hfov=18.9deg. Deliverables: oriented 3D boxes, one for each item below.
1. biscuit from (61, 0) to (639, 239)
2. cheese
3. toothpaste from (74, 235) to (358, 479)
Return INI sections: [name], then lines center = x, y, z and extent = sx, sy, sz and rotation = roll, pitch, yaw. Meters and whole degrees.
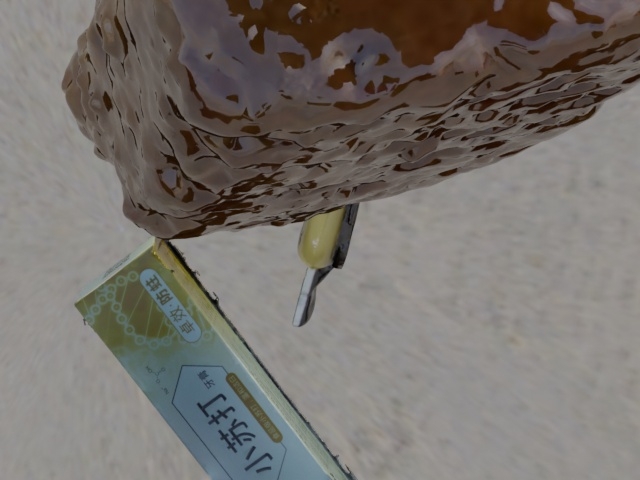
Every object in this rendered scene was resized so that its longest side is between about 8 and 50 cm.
[biscuit]
center = 0.030, -0.122, 1.197
extent = 0.343, 0.395, 0.166
rotation = -17, 85, -14
[cheese]
center = 0.001, 0.000, 1.479
extent = 0.036, 0.086, 0.162
rotation = 11, 128, -4
[toothpaste]
center = -0.069, 0.142, 1.550
extent = 0.089, 0.071, 0.313
rotation = -36, 99, 4
